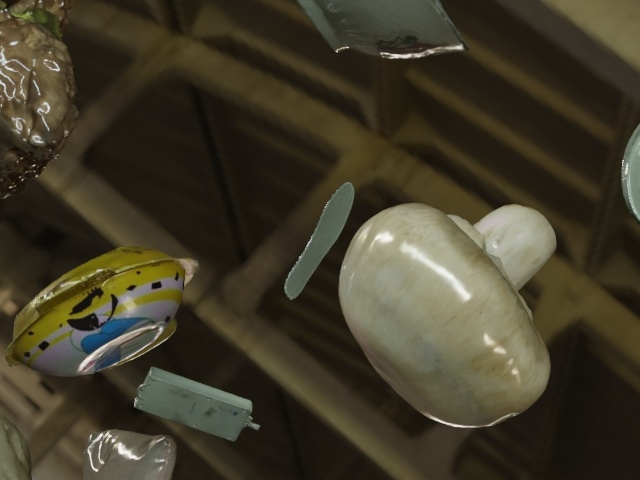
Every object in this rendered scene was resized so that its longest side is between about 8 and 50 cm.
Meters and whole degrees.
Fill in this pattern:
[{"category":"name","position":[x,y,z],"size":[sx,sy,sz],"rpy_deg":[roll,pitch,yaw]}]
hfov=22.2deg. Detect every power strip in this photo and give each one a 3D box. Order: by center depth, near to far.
[{"category":"power strip","position":[-0.126,0.173,1.693],"size":[0.136,0.051,0.019],"rpy_deg":[20,29,-14]}]

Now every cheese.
[{"category":"cheese","position":[-0.155,0.060,1.217],"size":[0.064,0.156,0.250],"rpy_deg":[62,-2,12]}]

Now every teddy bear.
[{"category":"teddy bear","position":[-0.298,-0.183,1.208],"size":[0.296,0.223,0.246],"rpy_deg":[33,-38,-13]}]

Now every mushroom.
[{"category":"mushroom","position":[0.151,0.060,1.691],"size":[0.254,0.234,0.260],"rpy_deg":[50,-8,3]}]

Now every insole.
[{"category":"insole","position":[0.000,0.000,1.856],"size":[0.002,0.153,0.053],"rpy_deg":[21,-19,34]}]

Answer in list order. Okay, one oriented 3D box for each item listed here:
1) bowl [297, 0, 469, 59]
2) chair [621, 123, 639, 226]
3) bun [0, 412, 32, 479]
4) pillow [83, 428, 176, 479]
[{"category":"bowl","position":[0.045,-0.351,2.167],"size":[0.337,0.157,0.337],"rpy_deg":[54,9,-13]},{"category":"chair","position":[0.443,-0.010,1.595],"size":[0.190,0.203,0.275],"rpy_deg":[0,-44,47]},{"category":"bun","position":[-0.416,0.254,1.559],"size":[0.362,0.234,0.326],"rpy_deg":[-14,-93,41]},{"category":"pillow","position":[-0.240,0.335,1.838],"size":[0.067,0.270,0.173],"rpy_deg":[14,-2,-35]}]
